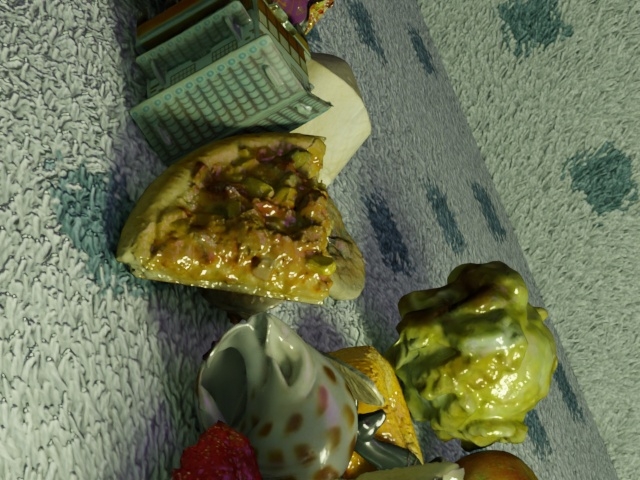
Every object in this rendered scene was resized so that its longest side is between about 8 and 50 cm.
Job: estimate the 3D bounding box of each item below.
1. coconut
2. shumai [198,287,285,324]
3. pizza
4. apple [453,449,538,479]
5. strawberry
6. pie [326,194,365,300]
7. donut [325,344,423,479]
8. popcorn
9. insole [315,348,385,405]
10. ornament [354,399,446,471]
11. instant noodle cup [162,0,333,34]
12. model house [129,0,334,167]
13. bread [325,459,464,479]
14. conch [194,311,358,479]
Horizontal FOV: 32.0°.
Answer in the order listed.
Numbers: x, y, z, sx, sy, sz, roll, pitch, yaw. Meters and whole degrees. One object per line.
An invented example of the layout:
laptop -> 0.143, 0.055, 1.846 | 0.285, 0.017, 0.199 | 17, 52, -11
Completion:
coconut -> -0.026, -0.190, 1.700 | 0.222, 0.202, 0.202 | -55, 130, -17
shumai -> -0.092, 0.048, 1.447 | 0.116, 0.146, 0.145 | 68, 9, -59
pizza -> -0.112, -0.052, 1.373 | 0.269, 0.087, 0.257 | 7, 46, -15
apple -> 0.280, 0.465, 1.803 | 0.237, 0.208, 0.237 | 54, 6, -8
strawberry -> -0.099, 0.279, 1.174 | 0.146, 0.082, 0.187 | 52, 38, -55
pie -> -0.003, 0.001, 1.801 | 0.218, 0.052, 0.185 | 63, 26, 0
donut -> 0.065, 0.263, 1.606 | 0.253, 0.118, 0.253 | -21, 90, -84
popcorn -> 0.252, 0.202, 1.872 | 0.312, 0.312, 0.312 | 51, 25, -35
insole -> -0.013, 0.157, 1.404 | 0.011, 0.248, 0.081 | -48, 128, -22
ornament -> 0.025, 0.298, 1.444 | 0.236, 0.202, 0.080 | 42, -5, -12
instant noodle cup -> -0.148, -0.461, 1.612 | 0.266, 0.340, 0.339 | 23, 46, -50
model house -> -0.123, -0.226, 1.510 | 0.198, 0.224, 0.215 | 43, 29, -47
bread -> 0.008, 0.434, 0.999 | 0.405, 0.242, 0.345 | -29, 112, -75
conch -> -0.047, 0.217, 1.312 | 0.149, 0.183, 0.274 | 171, -97, -81
